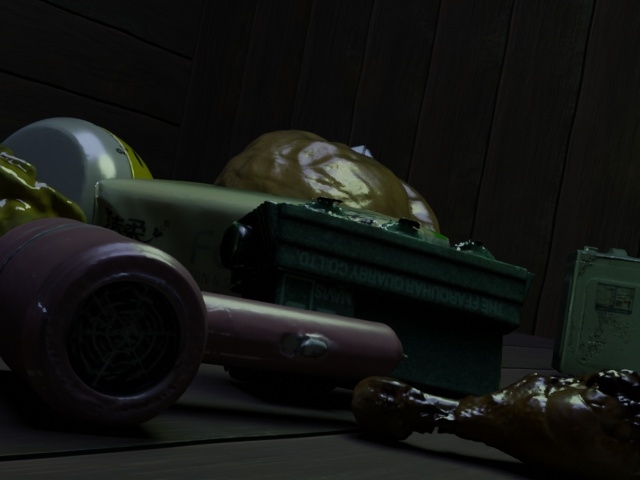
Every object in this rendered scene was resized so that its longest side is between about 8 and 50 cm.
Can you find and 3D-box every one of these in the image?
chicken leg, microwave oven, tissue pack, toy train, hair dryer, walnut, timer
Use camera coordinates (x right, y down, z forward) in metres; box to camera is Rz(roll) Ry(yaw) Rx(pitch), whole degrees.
[{"bbox_3d":[0.149,0.142,0.787,0.252,0.087,0.107,4,-22,7],"label":"chicken leg"},{"bbox_3d":[0.553,0.142,1.690,0.295,0.237,0.181,9,-1,7],"label":"microwave oven"},{"bbox_3d":[-0.060,0.042,1.341,0.405,0.205,0.332,9,3,20],"label":"tissue pack"},{"bbox_3d":[0.052,0.074,0.991,0.330,0.178,0.138,15,-22,-22],"label":"toy train"},{"bbox_3d":[-0.069,0.069,0.771,0.353,0.125,0.210,10,1,-28],"label":"hair dryer"},{"bbox_3d":[-0.012,-0.008,1.668,0.384,0.383,0.383,11,-1,0],"label":"walnut"},{"bbox_3d":[-0.346,-0.029,1.492,0.285,0.285,0.285,11,-1,0],"label":"timer"}]

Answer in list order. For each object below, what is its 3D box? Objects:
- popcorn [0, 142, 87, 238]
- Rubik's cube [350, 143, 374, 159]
[{"bbox_3d":[-0.347,0.009,0.972,0.233,0.192,0.266,-10,-39,41],"label":"popcorn"},{"bbox_3d":[0.014,-0.006,2.160,0.358,0.368,0.387,8,-42,8],"label":"Rubik's cube"}]
